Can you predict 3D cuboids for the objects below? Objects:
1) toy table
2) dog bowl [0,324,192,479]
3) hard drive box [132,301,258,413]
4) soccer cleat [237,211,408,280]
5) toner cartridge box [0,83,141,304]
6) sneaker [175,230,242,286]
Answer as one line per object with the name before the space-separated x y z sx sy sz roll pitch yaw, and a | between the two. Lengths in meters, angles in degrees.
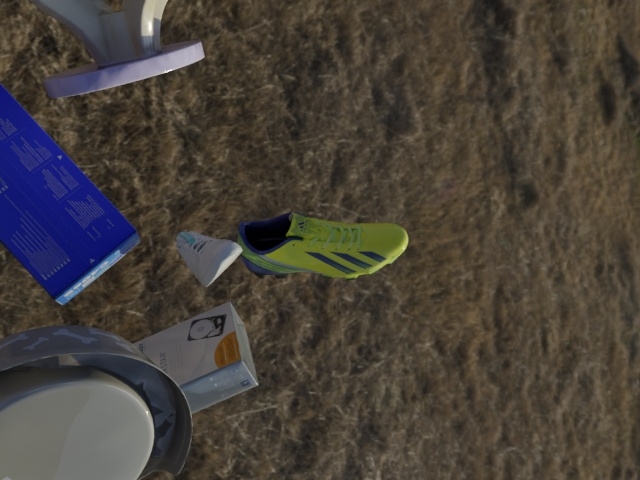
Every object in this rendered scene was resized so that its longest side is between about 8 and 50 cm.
toy table | -0.312 -0.334 0.959 0.274 0.252 0.160 -43 129 -52
dog bowl | -0.353 0.265 0.817 0.349 0.102 0.348 -15 122 -25
hard drive box | -0.264 0.256 1.286 0.181 0.232 0.089 -115 180 -51
soccer cleat | -0.001 0.001 1.033 0.121 0.289 0.093 75 13 -45
toner cartridge box | -0.470 -0.079 0.994 0.165 0.075 0.348 -42 89 -16
sneaker | -0.194 0.019 1.005 0.080 0.212 0.094 -45 99 -21
